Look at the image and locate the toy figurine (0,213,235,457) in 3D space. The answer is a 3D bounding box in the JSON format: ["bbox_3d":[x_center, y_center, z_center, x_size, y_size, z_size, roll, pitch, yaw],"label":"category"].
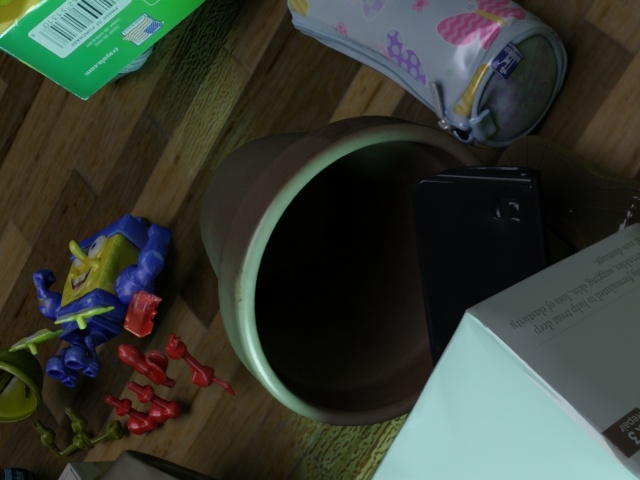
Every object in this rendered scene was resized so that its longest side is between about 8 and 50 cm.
[{"bbox_3d":[-0.235,0.080,1.434,0.362,0.191,0.217,-28,38,44],"label":"toy figurine"}]

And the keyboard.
[{"bbox_3d":[0.175,0.094,1.022,0.201,0.033,0.317,6,115,38],"label":"keyboard"}]

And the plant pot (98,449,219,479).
[{"bbox_3d":[-0.157,0.362,1.215,0.323,0.323,0.280,16,81,41],"label":"plant pot"}]

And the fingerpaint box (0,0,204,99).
[{"bbox_3d":[-0.186,-0.429,1.308,0.445,0.163,0.371,-38,61,11],"label":"fingerpaint box"}]

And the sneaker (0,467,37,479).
[{"bbox_3d":[-0.395,0.431,1.545,0.341,0.125,0.140,-64,24,21],"label":"sneaker"}]

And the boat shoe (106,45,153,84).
[{"bbox_3d":[-0.279,-0.325,1.498,0.094,0.109,0.302,-27,71,41],"label":"boat shoe"}]

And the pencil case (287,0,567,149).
[{"bbox_3d":[0.089,-0.185,1.147,0.124,0.113,0.273,-51,53,2],"label":"pencil case"}]

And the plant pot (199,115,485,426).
[{"bbox_3d":[0.000,0.000,1.145,0.229,0.263,0.263,33,109,56],"label":"plant pot"}]

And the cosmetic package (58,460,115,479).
[{"bbox_3d":[-0.221,0.270,1.381,0.060,0.115,0.041,45,114,34],"label":"cosmetic package"}]

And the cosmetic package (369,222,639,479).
[{"bbox_3d":[0.144,0.195,0.922,0.156,0.217,0.385,43,129,25],"label":"cosmetic package"}]

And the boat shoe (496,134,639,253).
[{"bbox_3d":[0.237,-0.012,1.027,0.223,0.073,0.080,39,102,39],"label":"boat shoe"}]
